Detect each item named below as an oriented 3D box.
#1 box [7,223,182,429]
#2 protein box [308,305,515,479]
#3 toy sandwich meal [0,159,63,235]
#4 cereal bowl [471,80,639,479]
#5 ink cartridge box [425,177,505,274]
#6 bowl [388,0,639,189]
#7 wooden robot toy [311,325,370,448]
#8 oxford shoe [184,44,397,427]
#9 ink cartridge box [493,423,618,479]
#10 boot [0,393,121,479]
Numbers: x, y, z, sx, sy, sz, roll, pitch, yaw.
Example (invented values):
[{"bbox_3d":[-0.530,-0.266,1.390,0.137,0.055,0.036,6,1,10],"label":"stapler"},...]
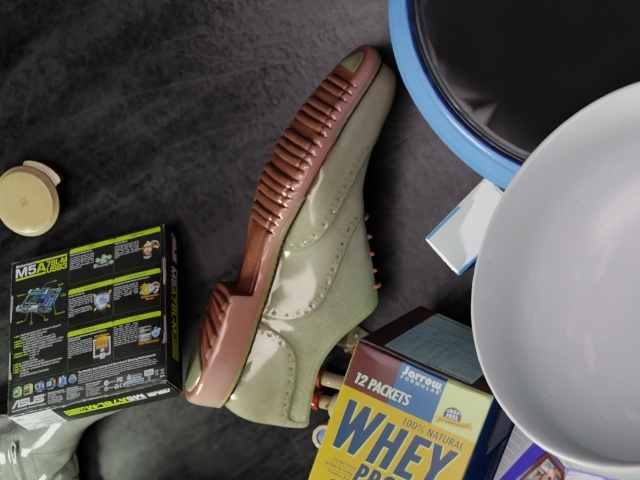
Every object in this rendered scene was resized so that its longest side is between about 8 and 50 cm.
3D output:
[{"bbox_3d":[-0.236,0.090,1.830,0.190,0.045,0.184,-15,58,19],"label":"box"},{"bbox_3d":[0.094,0.191,1.663,0.136,0.201,0.200,23,103,16],"label":"protein box"},{"bbox_3d":[-0.312,-0.047,1.887,0.085,0.029,0.086,5,105,17],"label":"toy sandwich meal"},{"bbox_3d":[0.300,0.042,1.435,0.339,0.141,0.339,-16,62,31],"label":"cereal bowl"},{"bbox_3d":[0.162,-0.021,1.694,0.052,0.122,0.088,47,109,9],"label":"ink cartridge box"},{"bbox_3d":[0.255,-0.223,1.592,0.391,0.077,0.391,0,85,6],"label":"bowl"},{"bbox_3d":[0.019,0.174,1.794,0.076,0.079,0.173,9,101,16],"label":"wooden robot toy"},{"bbox_3d":[0.000,0.000,1.759,0.146,0.140,0.397,22,101,-14],"label":"oxford shoe"},{"bbox_3d":[0.178,0.242,1.773,0.206,0.045,0.208,43,107,8],"label":"ink cartridge box"},{"bbox_3d":[-0.278,0.234,1.910,0.246,0.083,0.161,-18,106,19],"label":"boot"}]
